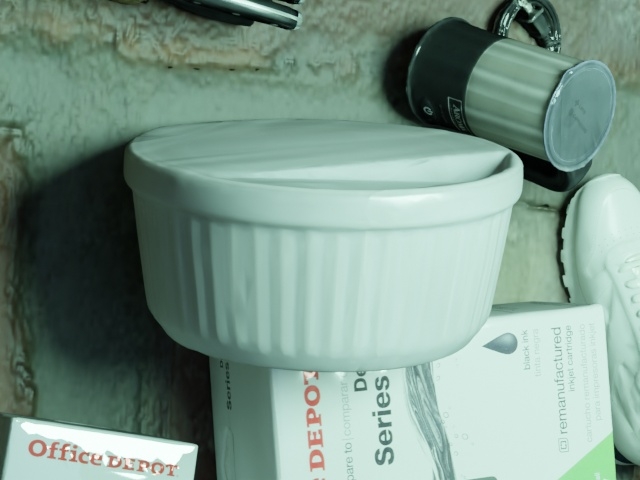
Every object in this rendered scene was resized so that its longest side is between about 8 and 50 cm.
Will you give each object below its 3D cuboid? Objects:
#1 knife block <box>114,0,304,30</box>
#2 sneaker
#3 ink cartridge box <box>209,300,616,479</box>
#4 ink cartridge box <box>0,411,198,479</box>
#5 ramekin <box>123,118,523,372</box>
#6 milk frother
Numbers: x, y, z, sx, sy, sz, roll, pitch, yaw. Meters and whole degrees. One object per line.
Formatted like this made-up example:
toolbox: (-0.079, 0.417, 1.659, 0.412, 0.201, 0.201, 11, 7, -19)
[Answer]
knife block: (-0.149, -0.204, 1.365, 0.275, 0.088, 0.242, -35, 103, -21)
sneaker: (0.252, 0.062, 1.539, 0.090, 0.095, 0.235, -13, 93, -22)
ink cartridge box: (0.070, 0.154, 1.446, 0.272, 0.115, 0.198, -5, 92, -24)
ink cartridge box: (-0.172, 0.221, 1.354, 0.139, 0.082, 0.191, 11, 84, -23)
ramekin: (0.000, 0.000, 1.343, 0.272, 0.273, 0.127, -3, 103, -24)
milk frother: (0.164, -0.124, 1.477, 0.143, 0.134, 0.129, -59, 141, -10)
